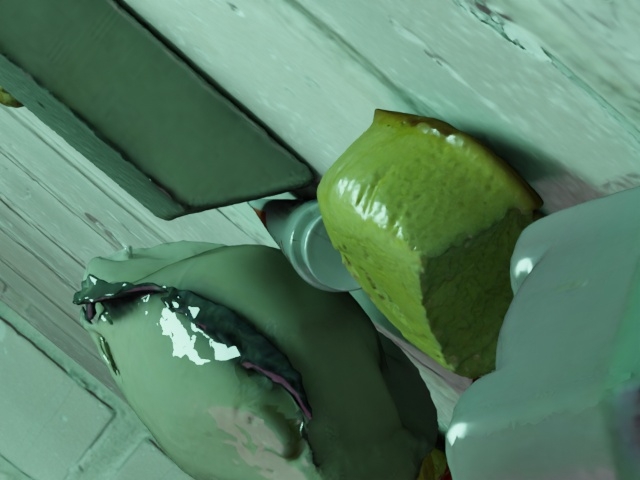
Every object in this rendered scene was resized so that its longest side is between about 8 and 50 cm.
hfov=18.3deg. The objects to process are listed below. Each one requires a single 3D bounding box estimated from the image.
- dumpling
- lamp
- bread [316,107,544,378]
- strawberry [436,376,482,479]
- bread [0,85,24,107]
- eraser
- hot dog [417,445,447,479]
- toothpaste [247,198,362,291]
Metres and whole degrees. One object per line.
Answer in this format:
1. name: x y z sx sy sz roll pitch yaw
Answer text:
1. dumpling: -0.035 0.070 1.401 0.293 0.204 0.163 39 151 28
2. lamp: 0.214 0.120 0.820 0.247 0.247 0.301 -19 117 28
3. bread: 0.057 -0.008 1.022 0.125 0.086 0.156 40 167 28
4. strawberry: 0.159 0.225 1.354 0.234 0.178 0.234 36 174 4
5. bread: -0.239 -0.146 1.431 0.113 0.060 0.082 41 168 -19
6. eraser: -0.165 -0.123 1.267 0.352 0.077 0.111 40 170 -9
7. hot dog: 0.098 0.246 1.716 0.259 0.114 0.175 41 178 -10
8. toothpaste: 0.000 0.000 1.303 0.089 0.057 0.234 37 178 -8
